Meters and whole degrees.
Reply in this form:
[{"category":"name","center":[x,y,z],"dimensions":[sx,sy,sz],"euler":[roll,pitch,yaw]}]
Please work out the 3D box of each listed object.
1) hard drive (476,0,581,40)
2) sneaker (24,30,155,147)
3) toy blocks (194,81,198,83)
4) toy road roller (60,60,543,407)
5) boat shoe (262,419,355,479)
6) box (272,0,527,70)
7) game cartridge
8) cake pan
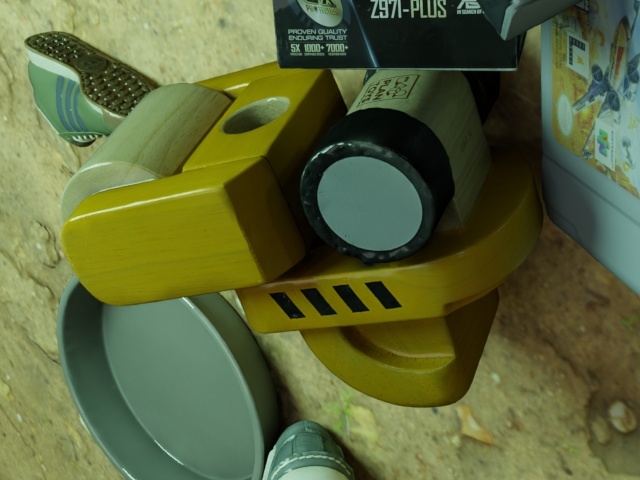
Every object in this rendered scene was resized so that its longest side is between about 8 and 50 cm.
[{"category":"hard drive","center":[0.154,-0.231,0.640],"dimensions":[0.254,0.054,0.172],"euler":[-34,99,9]},{"category":"sneaker","center":[-0.212,-0.123,1.238],"dimensions":[0.192,0.064,0.086],"euler":[36,136,36]},{"category":"toy blocks","center":[-0.071,-0.079,1.138],"dimensions":[0.148,0.054,0.123],"euler":[0,112,43]},{"category":"toy road roller","center":[0.000,0.000,0.974],"dimensions":[0.329,0.202,0.241],"euler":[-7,120,26]},{"category":"boat shoe","center":[-0.010,0.310,1.293],"dimensions":[0.099,0.116,0.320],"euler":[-101,9,-51]},{"category":"box","center":[0.060,-0.172,0.836],"dimensions":[0.147,0.180,0.078],"euler":[3,117,13]},{"category":"game cartridge","center":[0.199,-0.106,0.802],"dimensions":[0.198,0.062,0.297],"euler":[-121,23,-62]},{"category":"cake pan","center":[-0.152,0.147,1.341],"dimensions":[0.293,0.054,0.293],"euler":[22,126,34]}]
